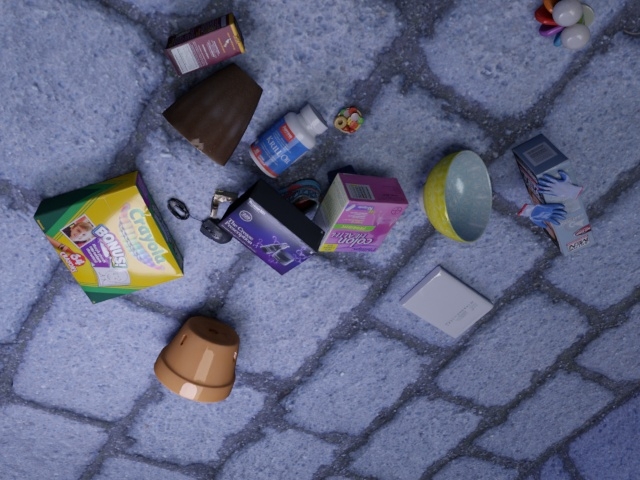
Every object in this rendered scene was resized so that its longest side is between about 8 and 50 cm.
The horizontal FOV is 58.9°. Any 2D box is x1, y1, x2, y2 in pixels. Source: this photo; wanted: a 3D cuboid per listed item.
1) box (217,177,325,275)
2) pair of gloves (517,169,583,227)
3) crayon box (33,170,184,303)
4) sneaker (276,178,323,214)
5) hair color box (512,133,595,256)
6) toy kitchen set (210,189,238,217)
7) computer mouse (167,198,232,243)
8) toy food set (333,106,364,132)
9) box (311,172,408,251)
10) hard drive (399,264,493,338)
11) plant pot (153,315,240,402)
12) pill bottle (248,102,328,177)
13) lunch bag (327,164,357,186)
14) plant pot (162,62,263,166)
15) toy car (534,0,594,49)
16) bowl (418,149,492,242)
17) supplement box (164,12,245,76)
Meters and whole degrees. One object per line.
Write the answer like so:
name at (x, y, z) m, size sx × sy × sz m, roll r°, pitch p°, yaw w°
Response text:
box at (-0.147, -0.036, 1.712) m, size 0.261 × 0.103 × 0.184 m, roll 40°, pitch 131°, yaw -17°
pair of gloves at (0.713, -0.124, 1.748) m, size 0.159 × 0.023 × 0.198 m, roll 12°, pitch 125°, yaw -16°
crayon box at (-0.642, 0.000, 1.769) m, size 0.313 × 0.106 × 0.362 m, roll -17°, pitch 126°, yaw 2°
sneaker at (-0.118, -0.102, 1.779) m, size 0.262 × 0.125 × 0.104 m, roll -26°, pitch 125°, yaw 8°
hair color box at (0.771, -0.144, 1.871) m, size 0.114 × 0.185 × 0.374 m, roll -28°, pitch 125°, yaw 11°
toy kitchen set at (-0.304, -0.103, 1.780) m, size 0.075 × 0.068 × 0.083 m, roll 9°, pitch 123°, yaw -16°
computer mouse at (-0.385, -0.057, 1.816) m, size 0.242 × 0.041 × 0.071 m, roll 31°, pitch 115°, yaw -27°
toy food set at (0.087, -0.359, 1.698) m, size 0.083 × 0.020 × 0.082 m, roll 31°, pitch 115°, yaw -27°
box at (0.117, -0.081, 1.783) m, size 0.214 × 0.117 × 0.243 m, roll 2°, pitch 141°, yaw -27°
hard drive at (0.488, 0.243, 2.185) m, size 0.319 × 0.040 × 0.210 m, roll 32°, pitch 114°, yaw -28°
plant pot at (-0.417, 0.403, 2.011) m, size 0.291 × 0.291 × 0.203 m, roll 20°, pitch 102°, yaw -22°
pill bottle at (-0.090, -0.294, 1.649) m, size 0.221 × 0.124 × 0.124 m, roll -38°, pitch 123°, yaw 16°
lunch bag at (0.077, -0.188, 1.789) m, size 0.099 × 0.067 × 0.065 m, roll -18°, pitch 127°, yaw 1°
plant pot at (-0.269, -0.358, 1.540) m, size 0.230 × 0.215 × 0.215 m, roll -47°, pitch 121°, yaw 5°
toy car at (0.666, -0.613, 1.563) m, size 0.136 × 0.159 × 0.182 m, roll -7°, pitch 136°, yaw 39°
bowl at (0.409, -0.136, 1.811) m, size 0.156 × 0.289 × 0.289 m, roll 0°, pitch 140°, yaw 44°
supplement box at (-0.298, -0.508, 1.472) m, size 0.188 × 0.104 × 0.080 m, roll -19°, pitch 126°, yaw 4°
